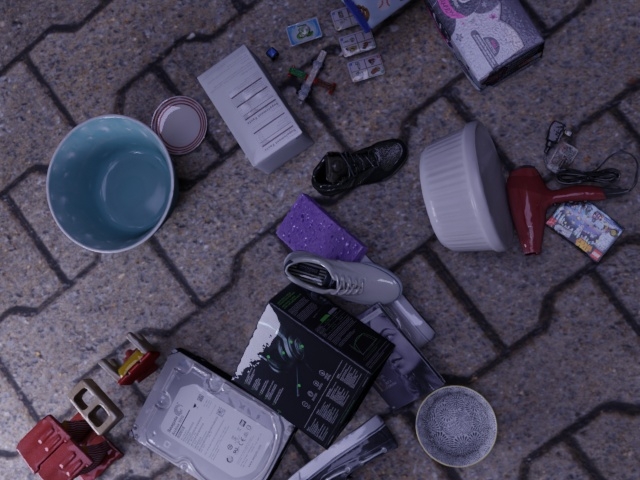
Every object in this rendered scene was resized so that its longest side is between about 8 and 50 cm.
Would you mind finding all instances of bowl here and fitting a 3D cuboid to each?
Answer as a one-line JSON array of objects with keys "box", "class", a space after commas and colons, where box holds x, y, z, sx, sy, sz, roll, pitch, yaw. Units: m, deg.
[{"box": [-0.452, -0.122, 1.958, 0.312, 0.163, 0.311, -1, 86, 13], "class": "bowl"}, {"box": [0.291, 0.389, 1.807, 0.170, 0.080, 0.170, -1, 87, 12], "class": "bowl"}]

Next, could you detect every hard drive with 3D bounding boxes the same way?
[{"box": [-0.242, 0.426, 1.935, 0.339, 0.064, 0.236, 29, 93, 13], "class": "hard drive"}]

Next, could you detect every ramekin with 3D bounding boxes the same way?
[{"box": [0.298, -0.101, 1.745, 0.127, 0.273, 0.272, -13, 84, 23], "class": "ramekin"}]

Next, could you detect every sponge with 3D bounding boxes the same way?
[{"box": [0.000, 0.000, 1.874, 0.210, 0.031, 0.117, 43, 110, 30], "class": "sponge"}]

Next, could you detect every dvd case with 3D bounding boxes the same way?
[{"box": [0.141, 0.251, 1.815, 0.221, 0.018, 0.164, 51, 132, -1], "class": "dvd case"}]

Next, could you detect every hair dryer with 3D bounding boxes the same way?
[{"box": [0.496, -0.098, 1.761, 0.224, 0.080, 0.293, 35, 94, 28], "class": "hair dryer"}]

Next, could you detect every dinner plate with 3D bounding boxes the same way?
[{"box": [-0.334, -0.273, 2.014, 0.141, 0.017, 0.141, 0, 88, 13], "class": "dinner plate"}]

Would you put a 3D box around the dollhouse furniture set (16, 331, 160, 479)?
[{"box": [-0.480, 0.392, 1.928, 0.374, 0.201, 0.152, -45, 79, 1], "class": "dollhouse furniture set"}]

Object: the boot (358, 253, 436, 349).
[{"box": [0.125, 0.147, 1.849, 0.123, 0.095, 0.258, -41, 79, 4], "class": "boot"}]

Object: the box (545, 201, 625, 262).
[{"box": [0.558, -0.030, 1.795, 0.137, 0.027, 0.094, 39, 96, 12], "class": "box"}]

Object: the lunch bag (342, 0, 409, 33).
[{"box": [0.116, -0.684, 1.796, 0.328, 0.239, 0.385, -32, 42, 9], "class": "lunch bag"}]

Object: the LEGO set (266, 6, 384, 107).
[{"box": [0.006, -0.420, 1.940, 0.244, 0.060, 0.182, -18, 80, 2], "class": "LEGO set"}]

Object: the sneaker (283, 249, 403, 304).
[{"box": [0.043, 0.088, 1.771, 0.258, 0.091, 0.094, 11, 107, 5], "class": "sneaker"}]

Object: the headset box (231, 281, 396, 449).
[{"box": [-0.027, 0.256, 1.813, 0.283, 0.131, 0.246, 33, 123, 12], "class": "headset box"}]

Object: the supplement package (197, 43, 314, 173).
[{"box": [-0.143, -0.291, 1.909, 0.134, 0.139, 0.244, -34, 80, 8], "class": "supplement package"}]

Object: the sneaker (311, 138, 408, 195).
[{"box": [0.083, -0.163, 1.859, 0.228, 0.130, 0.087, -18, 85, 9], "class": "sneaker"}]

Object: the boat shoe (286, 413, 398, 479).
[{"box": [0.034, 0.505, 1.852, 0.301, 0.108, 0.102, -36, 79, 1], "class": "boat shoe"}]

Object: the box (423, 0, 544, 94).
[{"box": [0.342, -0.465, 1.807, 0.163, 0.142, 0.247, -31, 81, 9], "class": "box"}]
